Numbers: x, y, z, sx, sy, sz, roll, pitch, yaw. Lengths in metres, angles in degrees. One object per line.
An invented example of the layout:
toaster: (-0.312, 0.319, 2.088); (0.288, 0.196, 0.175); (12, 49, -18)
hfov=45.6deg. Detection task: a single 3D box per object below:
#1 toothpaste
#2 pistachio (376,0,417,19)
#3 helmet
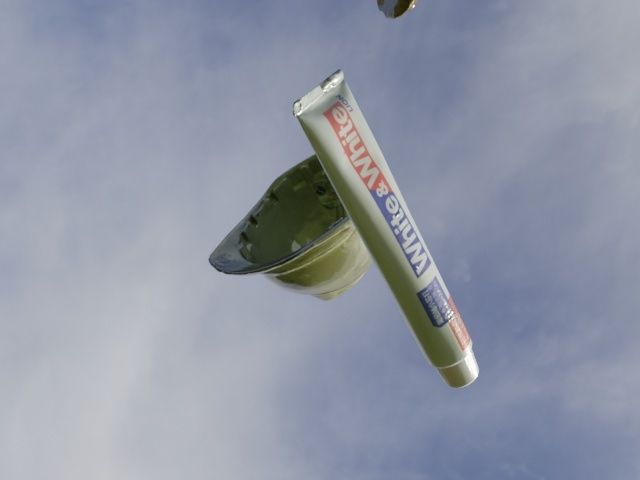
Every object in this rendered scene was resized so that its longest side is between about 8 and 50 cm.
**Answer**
toothpaste: (0.045, 0.002, 0.471); (0.033, 0.052, 0.218); (-8, -61, 45)
pistachio: (0.099, -0.339, 0.924); (0.089, 0.049, 0.173); (-50, -134, 49)
helmet: (-0.001, 0.005, 0.959); (0.204, 0.257, 0.137); (1, -50, 45)
